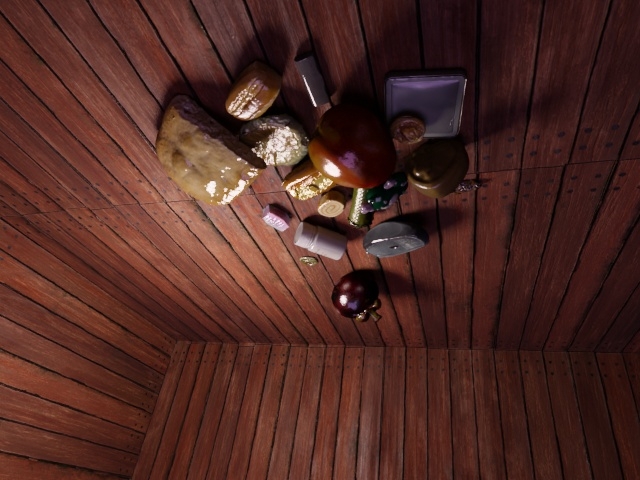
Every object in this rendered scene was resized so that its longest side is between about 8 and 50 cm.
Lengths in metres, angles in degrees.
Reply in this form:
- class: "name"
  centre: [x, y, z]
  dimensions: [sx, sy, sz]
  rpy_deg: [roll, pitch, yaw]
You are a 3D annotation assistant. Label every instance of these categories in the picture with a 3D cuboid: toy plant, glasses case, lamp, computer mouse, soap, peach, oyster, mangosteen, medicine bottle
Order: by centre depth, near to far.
- class: "glasses case"
  centre: [-0.025, -0.550, 1.461]
  dimensions: [0.072, 0.042, 0.190]
  rpy_deg: [-11, 143, 15]
- class: "lamp"
  centre: [0.358, -0.467, 1.487]
  dimensions: [0.269, 0.047, 0.266]
  rpy_deg: [2, 147, 11]
- class: "peach"
  centre: [0.122, -0.324, 1.531]
  dimensions: [0.333, 0.307, 0.308]
  rpy_deg: [33, 140, -20]
- class: "toy plant"
  centre: [0.262, -0.192, 1.736]
  dimensions: [0.232, 0.112, 0.243]
  rpy_deg: [-42, 169, 20]
- class: "oyster"
  centre: [0.609, -0.226, 1.807]
  dimensions: [0.086, 0.029, 0.132]
  rpy_deg: [29, 144, -27]
- class: "computer mouse"
  centre: [0.371, -0.013, 2.110]
  dimensions: [0.203, 0.114, 0.374]
  rpy_deg: [30, 149, -33]
- class: "soap"
  centre: [-0.224, -0.114, 2.147]
  dimensions: [0.149, 0.056, 0.100]
  rpy_deg: [30, 139, -29]
- class: "medicine bottle"
  centre: [0.000, 0.000, 2.189]
  dimensions: [0.252, 0.144, 0.144]
  rpy_deg: [20, 145, -19]
- class: "mangosteen"
  centre: [0.209, 0.339, 2.516]
  dimensions: [0.298, 0.293, 0.297]
  rpy_deg: [-2, 148, -2]

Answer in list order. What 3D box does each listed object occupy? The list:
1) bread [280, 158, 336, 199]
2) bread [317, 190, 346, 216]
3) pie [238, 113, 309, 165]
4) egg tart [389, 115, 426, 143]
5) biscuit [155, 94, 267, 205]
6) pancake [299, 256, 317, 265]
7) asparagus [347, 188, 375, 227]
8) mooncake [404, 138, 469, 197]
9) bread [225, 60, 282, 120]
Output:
- class: "bread"
  centre: [-0.027, -0.275, 1.806]
  dimensions: [0.288, 0.119, 0.153]
  rpy_deg: [-24, 131, 40]
- class: "bread"
  centre: [0.057, -0.172, 1.987]
  dimensions: [0.122, 0.073, 0.149]
  rpy_deg: [22, 147, -28]
- class: "pie"
  centre: [-0.183, -0.391, 1.688]
  dimensions: [0.307, 0.071, 0.306]
  rpy_deg: [4, 152, 2]
- class: "egg tart"
  centre: [0.309, -0.397, 1.515]
  dimensions: [0.131, 0.052, 0.130]
  rpy_deg: [6, 148, 4]
- class: "biscuit"
  centre: [-0.491, -0.330, 1.737]
  dimensions: [0.429, 0.104, 0.446]
  rpy_deg: [43, 135, -15]
- class: "pancake"
  centre: [-0.068, 0.122, 2.501]
  dimensions: [0.108, 0.017, 0.108]
  rpy_deg: [6, 151, 3]
- class: "asparagus"
  centre: [0.196, -0.187, 1.894]
  dimensions: [0.129, 0.108, 0.381]
  rpy_deg: [-10, 146, -10]
- class: "mooncake"
  centre: [0.434, -0.271, 1.606]
  dimensions: [0.235, 0.234, 0.117]
  rpy_deg: [-14, 142, 30]
- class: "bread"
  centre: [-0.241, -0.514, 1.502]
  dimensions: [0.140, 0.106, 0.236]
  rpy_deg: [27, 143, -29]
